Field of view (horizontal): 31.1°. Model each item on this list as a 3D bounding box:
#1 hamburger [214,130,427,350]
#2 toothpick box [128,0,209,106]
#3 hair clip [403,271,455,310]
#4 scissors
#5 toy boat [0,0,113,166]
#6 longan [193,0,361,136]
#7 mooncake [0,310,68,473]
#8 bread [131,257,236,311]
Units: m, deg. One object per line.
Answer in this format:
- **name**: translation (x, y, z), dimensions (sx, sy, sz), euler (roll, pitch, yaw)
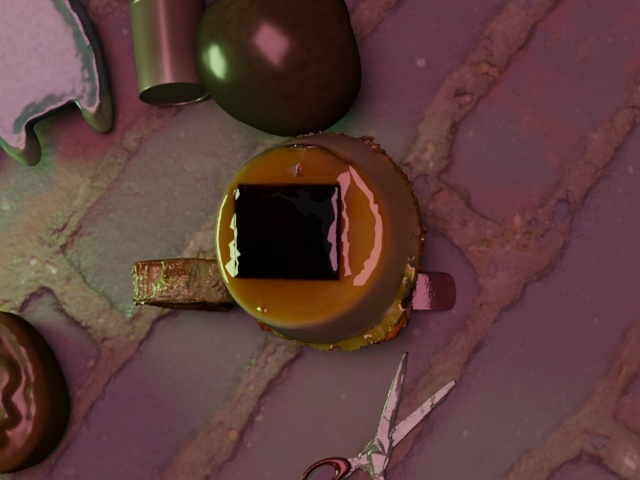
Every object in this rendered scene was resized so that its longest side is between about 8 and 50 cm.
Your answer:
- **hamburger**: translation (0.000, 0.000, 1.526), dimensions (0.276, 0.179, 0.294), euler (-3, 87, 23)
- **toothpick box**: translation (-0.219, -0.297, 1.675), dimensions (0.111, 0.111, 0.181), euler (-9, 79, 10)
- **hair clip**: translation (0.116, 0.070, 1.579), dimensions (0.137, 0.022, 0.054), euler (-1, 82, 12)
- **scissors**: translation (0.085, 0.275, 1.550), dimensions (0.144, 0.017, 0.248), euler (31, 85, 15)
- **toy boat**: translation (-0.438, -0.282, 1.733), dimensions (0.215, 0.123, 0.330), euler (-28, 87, 1)
- **longan**: translation (-0.051, -0.258, 1.583), dimensions (0.246, 0.215, 0.246), euler (0, 89, -9)
- **mooncake**: translation (-0.474, 0.211, 1.630), dimensions (0.234, 0.117, 0.235), euler (-2, 80, 14)
- **bread**: translation (-0.185, 0.061, 1.589), dimensions (0.140, 0.128, 0.069), euler (1, 84, 13)
